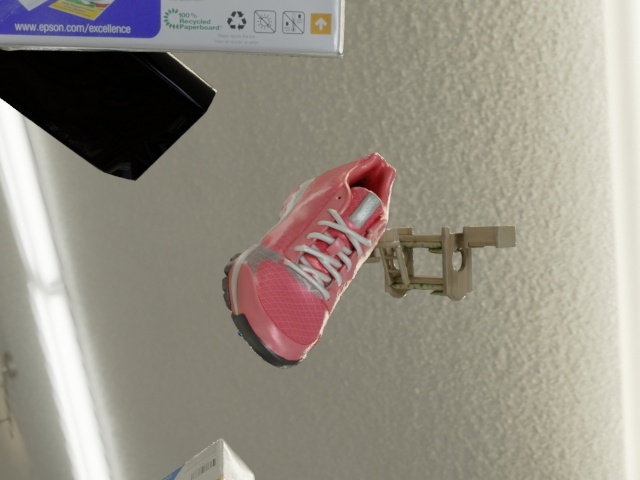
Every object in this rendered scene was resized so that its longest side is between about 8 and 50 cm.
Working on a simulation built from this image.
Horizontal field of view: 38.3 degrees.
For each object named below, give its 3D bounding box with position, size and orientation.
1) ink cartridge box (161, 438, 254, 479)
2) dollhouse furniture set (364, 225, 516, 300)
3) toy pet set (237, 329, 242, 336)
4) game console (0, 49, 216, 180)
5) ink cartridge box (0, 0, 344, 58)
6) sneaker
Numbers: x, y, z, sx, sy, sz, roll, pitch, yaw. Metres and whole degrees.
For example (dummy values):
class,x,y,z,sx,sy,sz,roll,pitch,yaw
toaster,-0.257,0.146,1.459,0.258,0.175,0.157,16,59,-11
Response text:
class,x,y,z,sx,sy,sz,roll,pitch,yaw
ink cartridge box,-0.151,0.358,1.136,0.078,0.134,0.231,53,5,-16
dollhouse furniture set,0.138,0.034,1.217,0.182,0.161,0.101,0,-88,45
toy pet set,-0.060,0.098,1.173,0.114,0.065,0.122,8,-58,10
game console,-0.138,-0.199,0.695,0.213,0.044,0.361,37,-50,-20
ink cartridge box,-0.086,-0.211,0.522,0.045,0.206,0.208,-97,-171,-82
sneaker,0.000,-0.001,0.972,0.116,0.314,0.136,42,-53,-14
